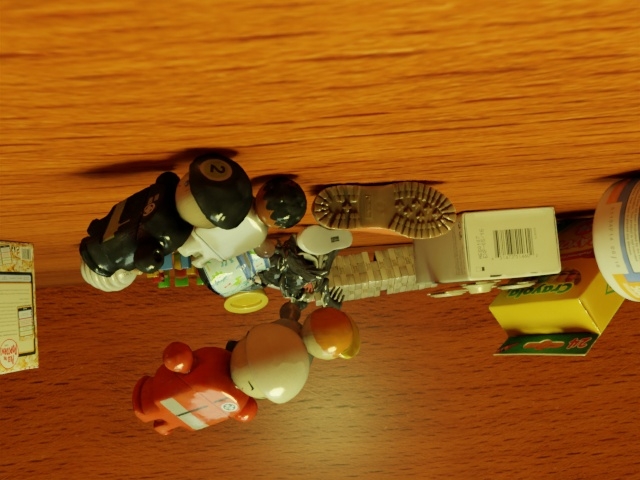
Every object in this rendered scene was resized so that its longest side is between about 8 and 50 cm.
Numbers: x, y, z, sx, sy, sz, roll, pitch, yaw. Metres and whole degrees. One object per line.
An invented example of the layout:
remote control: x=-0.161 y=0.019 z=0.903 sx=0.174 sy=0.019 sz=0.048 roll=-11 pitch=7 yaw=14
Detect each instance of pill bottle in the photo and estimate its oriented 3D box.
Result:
pill bottle: x=0.443 y=-0.013 z=0.706 sx=0.152 sy=0.152 sz=0.272 roll=-2 pitch=176 yaw=-31

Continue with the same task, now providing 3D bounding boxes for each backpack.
backpack: x=-0.109 y=0.007 z=0.789 sx=0.084 sy=0.105 sz=0.114 roll=-26 pitch=176 yaw=-3

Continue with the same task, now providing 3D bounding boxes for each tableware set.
tableware set: x=0.280 y=0.081 z=1.181 sx=0.141 sy=0.020 sz=0.168 roll=-4 pitch=175 yaw=-32

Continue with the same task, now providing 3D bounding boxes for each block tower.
block tower: x=0.144 y=0.083 z=1.719 sx=0.335 sy=0.091 sz=0.097 roll=-10 pitch=149 yaw=-4

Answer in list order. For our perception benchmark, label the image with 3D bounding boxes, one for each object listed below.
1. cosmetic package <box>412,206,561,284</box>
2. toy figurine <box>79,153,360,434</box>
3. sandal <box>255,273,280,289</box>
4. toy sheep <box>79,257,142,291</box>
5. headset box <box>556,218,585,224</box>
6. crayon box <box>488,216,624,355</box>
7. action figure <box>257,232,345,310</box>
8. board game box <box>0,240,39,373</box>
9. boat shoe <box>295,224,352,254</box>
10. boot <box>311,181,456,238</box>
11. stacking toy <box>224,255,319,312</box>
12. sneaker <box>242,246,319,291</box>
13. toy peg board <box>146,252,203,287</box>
cosmetic package: x=0.281 y=0.017 z=1.210 sx=0.160 sy=0.113 sz=0.309 roll=-4 pitch=176 yaw=-9
toy figurine: x=-0.070 y=0.040 z=0.578 sx=0.148 sy=0.213 sz=0.209 roll=-24 pitch=172 yaw=22
sandal: x=-0.146 y=0.046 z=1.508 sx=0.265 sy=0.076 sz=0.102 roll=19 pitch=179 yaw=42
toy sheep: x=-0.344 y=0.043 z=1.123 sx=0.132 sy=0.091 sz=0.091 roll=-1 pitch=178 yaw=31
headset box: x=0.521 y=-0.026 z=1.391 sx=0.083 sy=0.032 sz=0.062 roll=-4 pitch=176 yaw=-12
crayon box: x=0.440 y=0.072 z=1.193 sx=0.318 sy=0.081 sz=0.202 roll=-43 pitch=-166 yaw=-31
action figure: x=-0.042 y=0.053 z=1.264 sx=0.164 sy=0.141 sz=0.276 roll=3 pitch=151 yaw=15
board game box: x=-0.474 y=0.097 z=0.981 sx=0.045 sy=0.194 sz=0.147 roll=-5 pitch=175 yaw=12
boat shoe: x=0.000 y=0.000 z=1.130 sx=0.040 sy=0.049 sz=0.142 roll=-7 pitch=177 yaw=36
boot: x=0.065 y=-0.033 z=0.743 sx=0.158 sy=0.059 sz=0.084 roll=5 pitch=177 yaw=-9
stacking toy: x=-0.117 y=0.066 z=1.820 sx=0.309 sy=0.130 sz=0.279 roll=-7 pitch=149 yaw=-8
sneaker: x=-0.110 y=0.074 z=1.589 sx=0.226 sy=0.086 sz=0.163 roll=-16 pitch=-172 yaw=-8
toy peg board: x=-0.253 y=0.044 z=1.250 sx=0.161 sy=0.079 sz=0.160 roll=-5 pitch=176 yaw=3
